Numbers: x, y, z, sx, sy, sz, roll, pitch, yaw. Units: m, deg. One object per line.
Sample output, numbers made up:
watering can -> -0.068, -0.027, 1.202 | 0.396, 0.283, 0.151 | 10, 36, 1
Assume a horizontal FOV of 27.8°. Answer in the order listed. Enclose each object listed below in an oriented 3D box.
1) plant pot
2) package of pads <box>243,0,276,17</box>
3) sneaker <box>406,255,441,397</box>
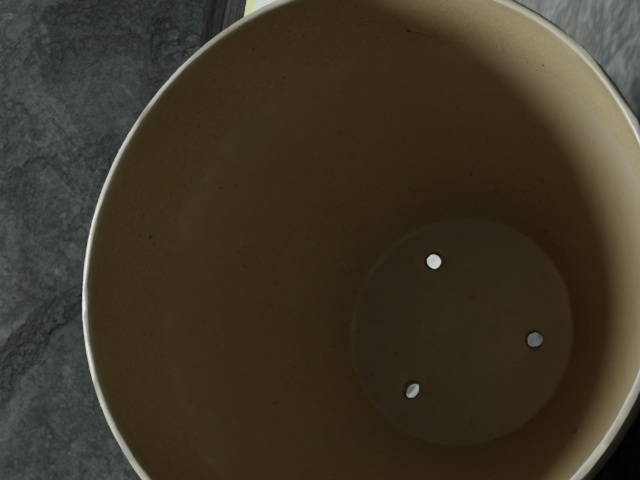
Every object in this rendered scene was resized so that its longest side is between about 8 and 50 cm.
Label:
plant pot -> 0.047, 0.031, 0.675 | 0.191, 0.284, 0.284 | 33, -119, -65
package of pads -> 0.024, -0.275, 1.170 | 0.229, 0.101, 0.296 | 4, 84, 62
sneaker -> 0.058, 0.019, 0.871 | 0.290, 0.123, 0.106 | 114, 163, -46
